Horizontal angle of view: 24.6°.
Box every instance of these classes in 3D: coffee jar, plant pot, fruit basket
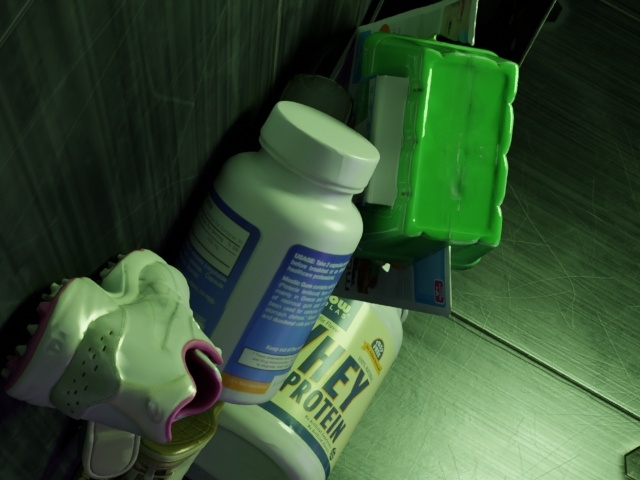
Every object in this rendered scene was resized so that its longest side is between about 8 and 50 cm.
[{"bbox_3d":[-0.024,-0.088,1.550,0.184,0.079,0.096,111,0,-58],"label":"coffee jar"},{"bbox_3d":[0.172,-0.303,1.807,0.167,0.187,0.188,-76,-171,-54],"label":"plant pot"},{"bbox_3d":[0.072,-0.092,1.576,0.353,0.165,0.327,-173,-90,-66],"label":"fruit basket"}]

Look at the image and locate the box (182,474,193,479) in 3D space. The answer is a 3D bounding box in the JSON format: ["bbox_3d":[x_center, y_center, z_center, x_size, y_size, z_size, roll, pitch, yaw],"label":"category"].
[{"bbox_3d":[-0.180,0.483,1.996,0.182,0.294,0.296,-54,172,-35],"label":"box"}]

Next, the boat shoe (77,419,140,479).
[{"bbox_3d":[-0.193,0.135,1.383,0.065,0.075,0.206,61,-38,43],"label":"boat shoe"}]

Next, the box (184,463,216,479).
[{"bbox_3d":[-0.109,0.278,2.254,0.215,0.168,0.345,-57,174,-32],"label":"box"}]

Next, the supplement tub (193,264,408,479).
[{"bbox_3d":[-0.036,0.154,1.912,0.325,0.235,0.235,-58,174,-28],"label":"supplement tub"}]

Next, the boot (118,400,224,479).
[{"bbox_3d":[-0.180,0.246,1.615,0.165,0.077,0.213,-60,178,16],"label":"boot"}]

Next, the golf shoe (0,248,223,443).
[{"bbox_3d":[-0.136,0.088,1.129,0.115,0.140,0.306,-63,176,11],"label":"golf shoe"}]

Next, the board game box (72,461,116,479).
[{"bbox_3d":[-0.253,0.272,1.620,0.259,0.030,0.136,-61,173,9],"label":"board game box"}]

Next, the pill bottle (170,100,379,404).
[{"bbox_3d":[-0.052,0.010,1.416,0.272,0.152,0.152,-62,175,17],"label":"pill bottle"}]
